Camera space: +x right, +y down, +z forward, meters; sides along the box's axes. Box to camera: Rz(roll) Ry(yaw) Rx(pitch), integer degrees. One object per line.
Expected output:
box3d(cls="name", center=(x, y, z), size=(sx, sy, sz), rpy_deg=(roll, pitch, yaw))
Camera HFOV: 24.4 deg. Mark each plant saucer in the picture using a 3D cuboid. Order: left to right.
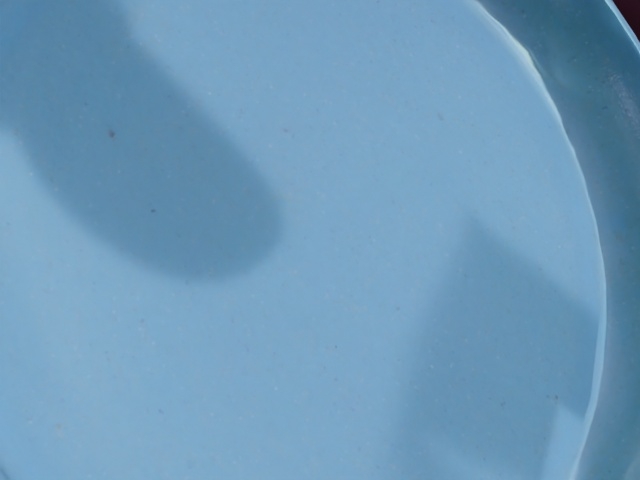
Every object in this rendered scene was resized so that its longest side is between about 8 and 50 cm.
box3d(cls="plant saucer", center=(0.000, 0.000, 0.501), size=(0.044, 0.317, 0.317), rpy_deg=(-30, -95, 58))

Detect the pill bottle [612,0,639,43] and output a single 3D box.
box3d(cls="pill bottle", center=(0.196, -0.164, 0.779), size=(0.392, 0.224, 0.224), rpy_deg=(45, -14, 15))
